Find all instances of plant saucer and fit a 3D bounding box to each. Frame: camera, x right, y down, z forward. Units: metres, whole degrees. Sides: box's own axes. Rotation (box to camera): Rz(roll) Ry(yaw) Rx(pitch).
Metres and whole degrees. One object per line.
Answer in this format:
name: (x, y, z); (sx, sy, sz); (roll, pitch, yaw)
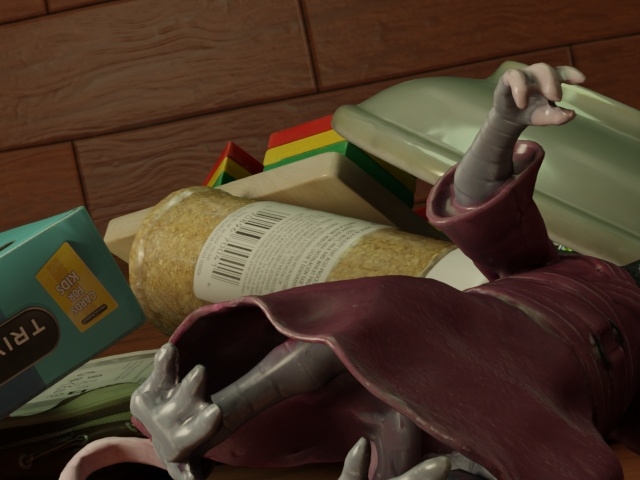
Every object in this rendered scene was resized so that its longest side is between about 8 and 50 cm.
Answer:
plant saucer: (0.207, -0.041, 1.191); (0.401, 0.100, 0.400); (25, 6, -3)

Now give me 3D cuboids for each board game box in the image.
board game box: (-0.285, 0.093, 1.002); (0.254, 0.079, 0.336); (-34, 12, -29)

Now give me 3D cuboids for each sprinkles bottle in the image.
sprinkles bottle: (0.013, 0.041, 1.148); (0.121, 0.121, 0.355); (-14, 18, -37)

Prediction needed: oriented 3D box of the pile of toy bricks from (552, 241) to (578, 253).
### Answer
pile of toy bricks: (0.234, 0.025, 1.648); (0.212, 0.118, 0.105); (6, 47, 41)

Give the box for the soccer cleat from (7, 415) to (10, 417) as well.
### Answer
soccer cleat: (-0.304, 0.164, 1.115); (0.083, 0.095, 0.248); (-6, 7, 43)

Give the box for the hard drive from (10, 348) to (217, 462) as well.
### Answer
hard drive: (-0.118, 0.129, 1.329); (0.339, 0.064, 0.237); (-9, 5, 7)

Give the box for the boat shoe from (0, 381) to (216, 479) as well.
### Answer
boat shoe: (-0.172, 0.154, 1.008); (0.257, 0.095, 0.095); (-24, 32, -38)

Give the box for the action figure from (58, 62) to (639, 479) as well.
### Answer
action figure: (0.102, 0.083, 0.831); (0.370, 0.248, 0.275); (-19, -25, -51)

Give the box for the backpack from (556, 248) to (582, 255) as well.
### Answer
backpack: (0.158, 0.064, 1.184); (0.152, 0.115, 0.182); (-8, 9, -6)

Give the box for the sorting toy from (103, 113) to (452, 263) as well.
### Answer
sorting toy: (0.000, 0.000, 1.417); (0.255, 0.089, 0.257); (-15, -38, 38)
